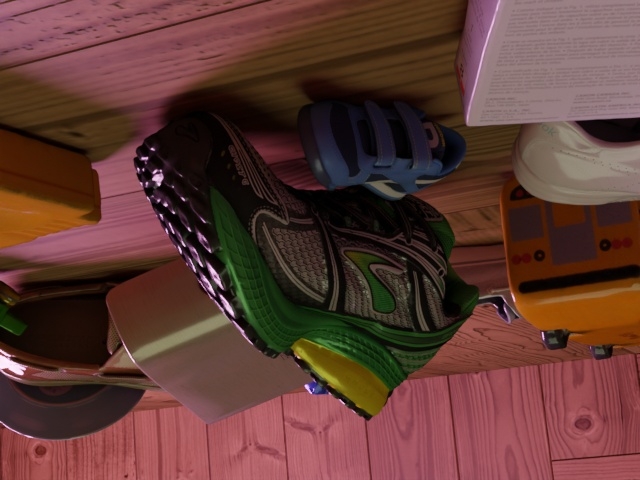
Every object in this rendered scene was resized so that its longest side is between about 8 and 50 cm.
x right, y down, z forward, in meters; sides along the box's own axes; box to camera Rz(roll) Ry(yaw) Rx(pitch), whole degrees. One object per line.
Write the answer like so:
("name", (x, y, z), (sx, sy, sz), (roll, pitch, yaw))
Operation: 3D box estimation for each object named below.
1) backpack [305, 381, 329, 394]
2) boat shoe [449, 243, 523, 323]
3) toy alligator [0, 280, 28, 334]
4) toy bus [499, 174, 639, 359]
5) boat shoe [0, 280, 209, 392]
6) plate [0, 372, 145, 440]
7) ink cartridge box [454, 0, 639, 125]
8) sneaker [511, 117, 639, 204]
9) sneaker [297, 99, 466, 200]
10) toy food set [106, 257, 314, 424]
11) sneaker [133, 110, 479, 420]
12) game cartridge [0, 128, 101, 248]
("backpack", (0.009, 0.108, 1.264), (0.101, 0.098, 0.120), (3, 126, -32))
("boat shoe", (0.193, 0.047, 1.151), (0.228, 0.081, 0.079), (-5, 169, 0))
("toy alligator", (-0.338, 0.047, 1.014), (0.051, 0.056, 0.190), (35, 176, 28))
("toy bus", (0.257, 0.028, 0.963), (0.108, 0.130, 0.333), (-12, 167, 25))
("boat shoe", (-0.192, 0.097, 1.141), (0.324, 0.122, 0.120), (-6, 165, -2))
("plate", (-0.281, 0.138, 1.221), (0.188, 0.188, 0.024), (-4, 135, -7))
("ink cartridge box", (0.141, -0.117, 0.479), (0.146, 0.045, 0.179), (-4, 150, -4))
("sneaker", (0.228, -0.063, 0.664), (0.212, 0.080, 0.094), (-4, 157, -2))
("sneaker", (0.037, -0.058, 0.649), (0.059, 0.053, 0.144), (-15, 172, 29))
("toy food set", (-0.042, 0.062, 0.990), (0.220, 0.092, 0.306), (-22, 157, 1))
("sneaker", (0.000, 0.000, 0.746), (0.146, 0.134, 0.343), (-43, 146, 4))
("game cartridge", (-0.336, -0.020, 0.667), (0.324, 0.052, 0.285), (-10, 168, 27))
